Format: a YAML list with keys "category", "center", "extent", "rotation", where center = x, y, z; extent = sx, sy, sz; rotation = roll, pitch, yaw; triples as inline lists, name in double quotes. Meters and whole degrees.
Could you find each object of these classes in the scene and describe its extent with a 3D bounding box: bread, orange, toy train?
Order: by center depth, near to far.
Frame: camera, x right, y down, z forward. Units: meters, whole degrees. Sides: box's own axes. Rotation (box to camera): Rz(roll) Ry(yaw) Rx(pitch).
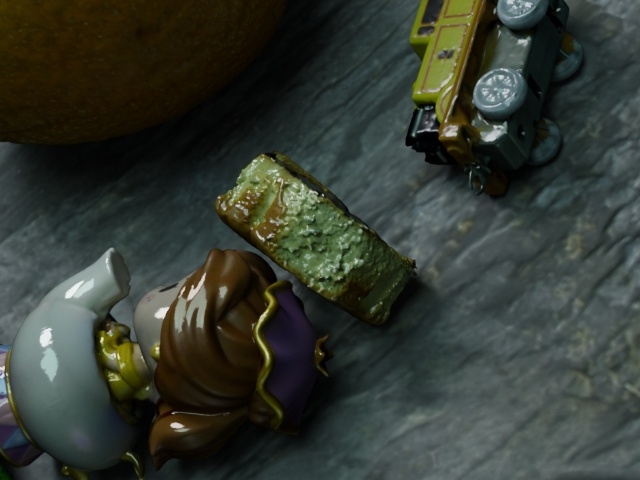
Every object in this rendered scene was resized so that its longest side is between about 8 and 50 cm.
- category: "bread"
  center: [0.000, 0.000, 1.270]
  extent: [0.128, 0.140, 0.069]
  rotation: [36, 88, 40]
- category: "toy train"
  center: [0.128, -0.131, 1.327]
  extent: [0.127, 0.089, 0.219]
  rotation: [1, 62, 35]
- category: "orange"
  center: [-0.194, -0.240, 1.388]
  extent: [0.357, 0.322, 0.322]
  rotation: [-36, 54, 8]

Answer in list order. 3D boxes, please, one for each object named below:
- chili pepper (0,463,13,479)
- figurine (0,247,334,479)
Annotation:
- category: "chili pepper"
  center: [-0.304, 0.146, 1.325]
  extent: [0.099, 0.136, 0.270]
  rotation: [-25, 60, 9]
- category: "figurine"
  center: [-0.120, 0.093, 1.270]
  extent: [0.263, 0.142, 0.189]
  rotation: [-16, 89, 12]
